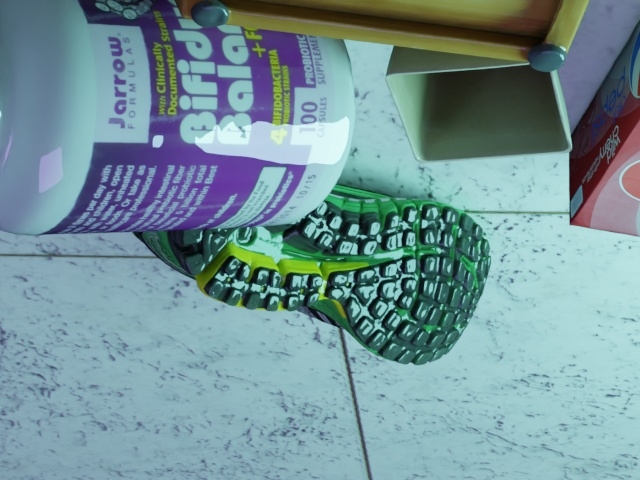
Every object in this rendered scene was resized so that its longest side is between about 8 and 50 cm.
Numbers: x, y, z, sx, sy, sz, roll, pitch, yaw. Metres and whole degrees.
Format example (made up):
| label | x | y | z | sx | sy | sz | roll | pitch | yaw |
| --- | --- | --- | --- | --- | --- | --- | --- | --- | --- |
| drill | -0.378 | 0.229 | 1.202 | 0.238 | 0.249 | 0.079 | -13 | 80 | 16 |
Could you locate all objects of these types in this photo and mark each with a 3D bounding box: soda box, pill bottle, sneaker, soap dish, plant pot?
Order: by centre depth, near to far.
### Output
| label | x | y | z | sx | sy | sz | roll | pitch | yaw |
| --- | --- | --- | --- | --- | --- | --- | --- | --- | --- |
| soap dish | 0.047 | -0.210 | 1.108 | 0.291 | 0.118 | 0.229 | 6 | 150 | -5 |
| pill bottle | -0.140 | -0.089 | 1.203 | 0.301 | 0.169 | 0.169 | -3 | 160 | -38 |
| plant pot | 0.110 | -0.124 | 1.271 | 0.109 | 0.096 | 0.109 | -3 | 149 | 14 |
| soda box | 0.254 | -0.098 | 1.309 | 0.092 | 0.083 | 0.263 | 9 | 151 | -8 |
| sneaker | 0.000 | 0.000 | 1.513 | 0.343 | 0.134 | 0.146 | 21 | -176 | -38 |
